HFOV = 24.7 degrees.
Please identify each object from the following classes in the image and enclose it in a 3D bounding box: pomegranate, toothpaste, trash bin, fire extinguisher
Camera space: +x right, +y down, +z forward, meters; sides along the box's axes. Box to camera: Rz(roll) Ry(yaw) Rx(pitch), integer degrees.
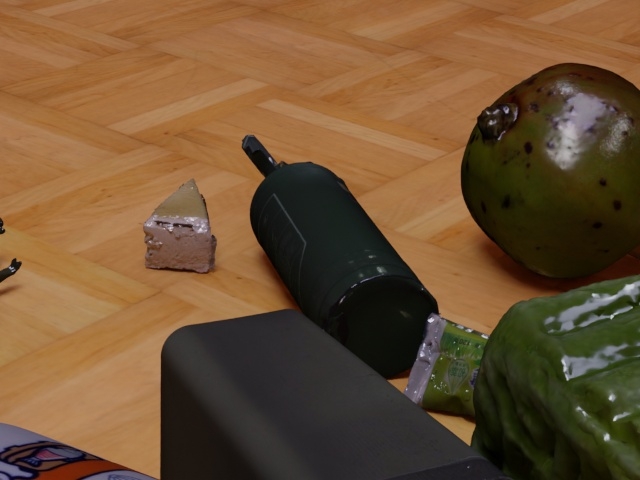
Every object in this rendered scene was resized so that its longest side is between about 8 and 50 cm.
[{"bbox_3d":[0.249,-0.051,1.316,0.246,0.198,0.198,29,30,9],"label":"pomegranate"},{"bbox_3d":[0.183,0.121,1.081,0.248,0.078,0.047,16,-12,21],"label":"toothpaste"},{"bbox_3d":[-0.003,0.157,0.849,0.122,0.164,0.240,-9,27,-25],"label":"trash bin"},{"bbox_3d":[0.000,0.000,1.257,0.095,0.114,0.311,-40,29,3],"label":"fire extinguisher"}]

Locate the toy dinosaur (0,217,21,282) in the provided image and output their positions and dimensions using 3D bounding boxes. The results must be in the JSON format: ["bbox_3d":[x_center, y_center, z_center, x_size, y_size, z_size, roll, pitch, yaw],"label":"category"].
[{"bbox_3d":[-0.350,0.040,1.230,0.179,0.087,0.187,-23,-3,22],"label":"toy dinosaur"}]

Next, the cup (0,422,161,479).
[{"bbox_3d":[-0.099,0.213,0.660,0.317,0.212,0.212,15,27,30],"label":"cup"}]

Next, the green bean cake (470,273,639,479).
[{"bbox_3d":[0.171,0.156,0.769,0.125,0.248,0.222,-10,30,-24],"label":"green bean cake"}]

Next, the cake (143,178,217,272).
[{"bbox_3d":[-0.130,-0.019,1.345,0.065,0.052,0.121,-2,26,-6],"label":"cake"}]
